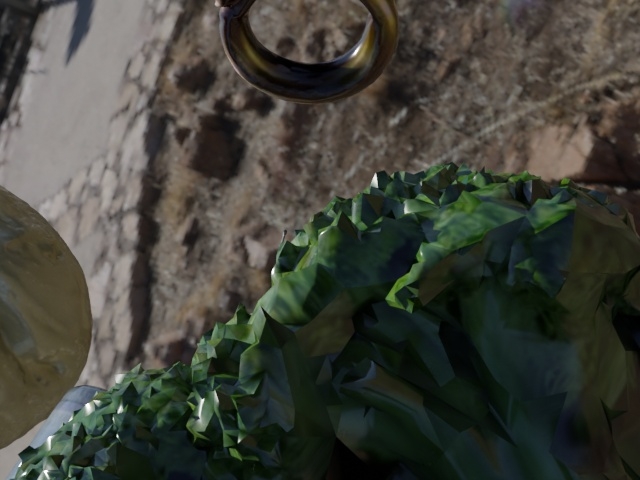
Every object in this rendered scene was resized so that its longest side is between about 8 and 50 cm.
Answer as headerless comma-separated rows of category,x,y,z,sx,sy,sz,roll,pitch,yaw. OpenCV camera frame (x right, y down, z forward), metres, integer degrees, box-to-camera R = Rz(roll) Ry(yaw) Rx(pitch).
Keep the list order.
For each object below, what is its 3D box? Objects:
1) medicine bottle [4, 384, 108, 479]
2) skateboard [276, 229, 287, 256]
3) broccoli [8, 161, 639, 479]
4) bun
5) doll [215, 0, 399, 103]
medicine bottle,-0.158,0.180,0.604,0.083,0.083,0.203,-9,42,55
skateboard,0.000,0.000,1.073,0.064,0.083,0.032,-96,19,-49
broccoli,0.050,0.180,0.348,0.321,0.310,0.414,-13,80,14
bun,-0.320,0.052,0.872,0.160,0.259,0.259,38,-111,-78
doll,-0.024,-0.285,0.757,0.318,0.339,0.209,-47,42,18
